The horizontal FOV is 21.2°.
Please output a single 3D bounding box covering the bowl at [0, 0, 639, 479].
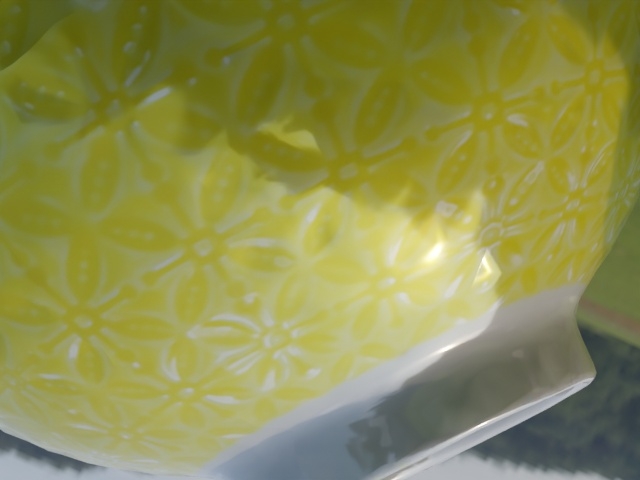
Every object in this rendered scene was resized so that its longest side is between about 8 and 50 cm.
[{"bbox_3d":[0.000,0.000,0.540,0.156,0.289,0.289,64,-170,10],"label":"bowl"}]
